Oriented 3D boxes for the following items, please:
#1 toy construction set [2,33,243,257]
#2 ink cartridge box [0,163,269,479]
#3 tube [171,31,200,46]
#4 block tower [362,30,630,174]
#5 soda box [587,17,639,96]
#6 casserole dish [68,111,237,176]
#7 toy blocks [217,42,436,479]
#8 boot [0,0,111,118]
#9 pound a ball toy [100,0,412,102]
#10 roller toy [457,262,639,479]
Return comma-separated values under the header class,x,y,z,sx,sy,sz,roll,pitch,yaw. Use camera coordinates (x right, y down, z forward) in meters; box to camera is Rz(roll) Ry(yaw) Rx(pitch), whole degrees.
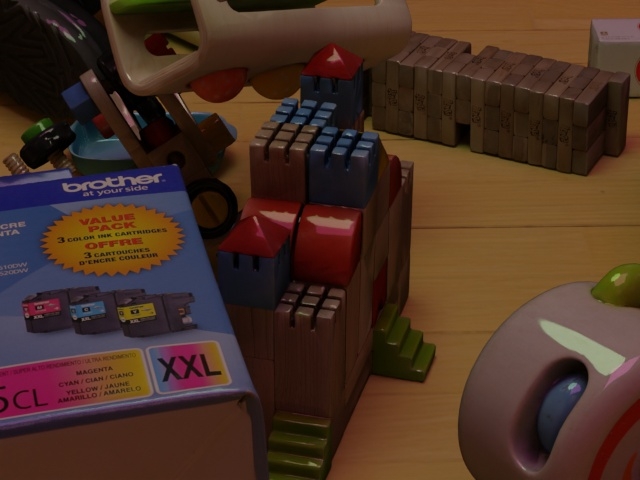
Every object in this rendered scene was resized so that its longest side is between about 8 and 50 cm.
class,x,y,z,sx,sy,sz,roll,pitch,yaw
toy construction set,-0.108,-0.094,1.934,0.309,0.237,0.257,-36,-2,-25
ink cartridge box,-0.209,0.079,1.468,0.270,0.151,0.395,-8,30,-11
tube,-0.121,-0.255,2.340,0.240,0.070,0.062,29,-4,36
block tower,0.164,-0.158,2.132,0.335,0.091,0.097,13,32,22
soda box,0.419,-0.212,2.244,0.216,0.074,0.069,-1,29,-2
casserole dish,-0.183,-0.098,2.080,0.188,0.037,0.114,-2,30,-2
toy blocks,0.000,0.000,1.675,0.190,0.261,0.381,8,31,13
boot,-0.217,-0.324,2.284,0.445,0.146,0.367,-33,38,-31
pound a ball toy,-0.041,-0.203,1.760,0.208,0.136,0.319,-21,-7,43
roller toy,0.217,0.143,1.495,0.191,0.209,0.146,-30,40,-23
